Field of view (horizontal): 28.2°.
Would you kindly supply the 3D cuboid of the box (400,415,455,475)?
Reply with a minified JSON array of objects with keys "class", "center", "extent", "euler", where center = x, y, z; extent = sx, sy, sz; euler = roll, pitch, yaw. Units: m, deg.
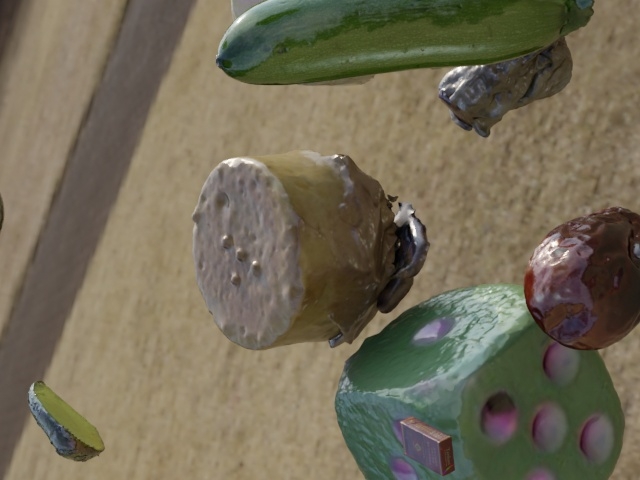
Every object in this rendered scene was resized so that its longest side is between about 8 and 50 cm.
[{"class":"box","center":[0.139,0.269,1.665],"extent":[0.082,0.023,0.051],"euler":[21,123,53]}]

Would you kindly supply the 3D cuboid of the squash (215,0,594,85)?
[{"class":"squash","center":[0.085,-0.226,1.327],"extent":[0.107,0.395,0.107],"euler":[173,90,-88]}]

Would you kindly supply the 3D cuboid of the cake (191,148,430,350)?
[{"class":"cake","center":[-0.003,0.007,2.073],"extent":[0.332,0.321,0.332],"euler":[10,103,53]}]

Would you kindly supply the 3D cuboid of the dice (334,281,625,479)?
[{"class":"dice","center":[0.242,0.273,1.952],"extent":[0.318,0.330,0.322],"euler":[-37,20,-27]}]

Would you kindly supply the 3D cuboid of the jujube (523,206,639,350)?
[{"class":"jujube","center":[0.372,0.041,1.708],"extent":[0.236,0.168,0.168],"euler":[-45,-3,-39]}]

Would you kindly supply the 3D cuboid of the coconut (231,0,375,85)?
[{"class":"coconut","center":[0.016,-0.297,1.550],"extent":[0.241,0.241,0.241],"euler":[-165,90,-70]}]

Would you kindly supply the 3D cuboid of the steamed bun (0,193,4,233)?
[{"class":"steamed bun","center":[-0.559,0.044,1.410],"extent":[0.255,0.342,0.367],"euler":[-35,39,42]}]

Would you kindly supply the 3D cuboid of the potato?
[{"class":"potato","center":[-0.442,0.313,2.154],"extent":[0.198,0.119,0.054],"euler":[39,96,29]}]

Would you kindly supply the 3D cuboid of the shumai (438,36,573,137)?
[{"class":"shumai","center":[0.323,-0.266,2.216],"extent":[0.218,0.184,0.185],"euler":[9,78,40]}]
